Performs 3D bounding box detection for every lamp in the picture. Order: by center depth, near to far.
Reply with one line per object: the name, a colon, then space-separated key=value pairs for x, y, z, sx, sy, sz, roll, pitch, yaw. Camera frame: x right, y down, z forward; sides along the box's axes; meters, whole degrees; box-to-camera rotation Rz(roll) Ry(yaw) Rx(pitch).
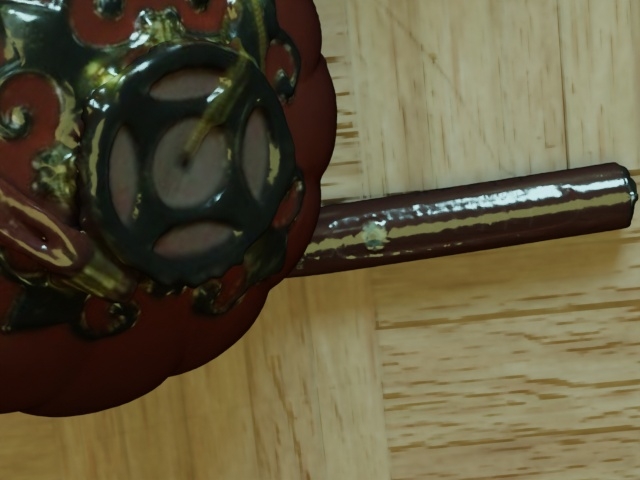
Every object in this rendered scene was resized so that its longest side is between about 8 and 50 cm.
lamp: x=-0.134 y=-0.059 z=0.953 sx=0.303 sy=0.257 sz=0.303 roll=-12 pitch=110 yaw=-36

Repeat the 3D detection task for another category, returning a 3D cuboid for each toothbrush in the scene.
toothbrush: x=0.000 y=0.000 z=1.093 sx=0.364 sy=0.041 sz=0.041 roll=-8 pitch=108 yaw=3
